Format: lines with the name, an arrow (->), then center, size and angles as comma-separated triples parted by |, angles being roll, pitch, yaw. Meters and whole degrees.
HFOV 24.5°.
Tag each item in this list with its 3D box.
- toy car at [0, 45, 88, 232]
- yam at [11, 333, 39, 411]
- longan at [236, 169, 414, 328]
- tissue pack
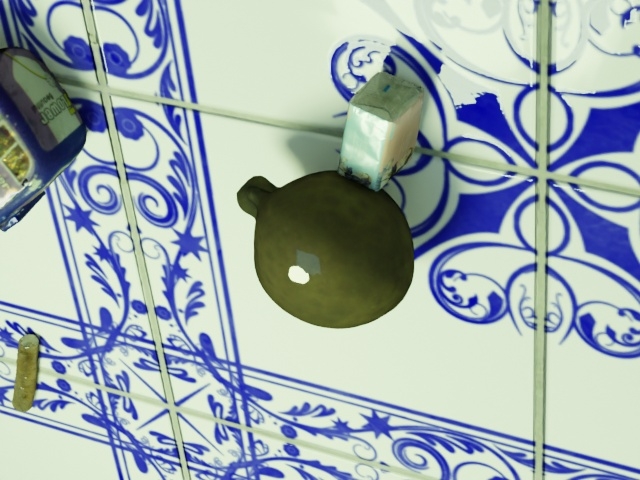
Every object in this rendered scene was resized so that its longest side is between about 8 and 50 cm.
toy car -> -0.371, -0.138, 1.616 | 0.158, 0.172, 0.235 | -30, 106, 27
yam -> -0.399, 0.180, 1.997 | 0.032, 0.032, 0.145 | 26, 137, 9
longan -> 0.000, 0.000, 1.495 | 0.204, 0.159, 0.185 | 36, 179, 17
tissue pack -> 0.058, -0.108, 1.436 | 0.059, 0.074, 0.094 | 28, 138, 17
